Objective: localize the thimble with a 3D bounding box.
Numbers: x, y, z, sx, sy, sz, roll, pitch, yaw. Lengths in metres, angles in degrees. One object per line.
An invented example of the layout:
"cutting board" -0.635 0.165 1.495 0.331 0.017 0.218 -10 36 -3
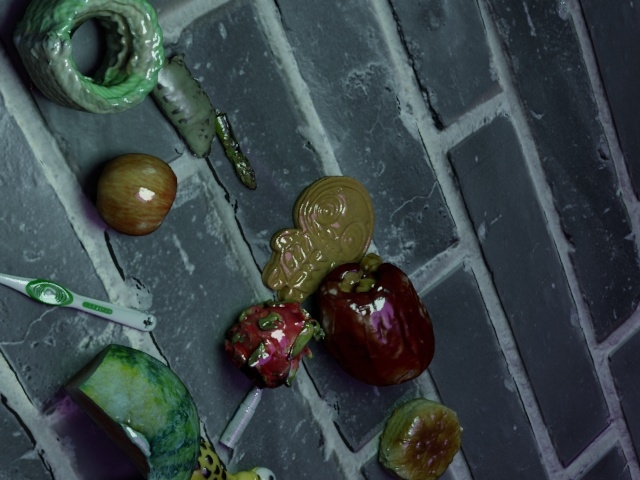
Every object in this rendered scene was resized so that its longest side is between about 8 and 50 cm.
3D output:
"thimble" -0.371 -0.310 1.629 0.219 0.150 0.219 -15 111 -43

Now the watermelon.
"watermelon" -0.305 0.333 1.792 0.305 0.180 0.224 54 26 -12

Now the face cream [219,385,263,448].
"face cream" -0.152 0.344 1.997 0.034 0.034 0.130 37 79 -34

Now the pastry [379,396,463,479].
"pastry" 0.220 0.443 2.236 0.182 0.093 0.192 34 81 -31

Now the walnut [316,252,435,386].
"walnut" 0.115 0.149 2.042 0.244 0.222 0.269 -62 146 -47

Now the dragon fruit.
"dragon fruit" -0.084 0.195 1.940 0.172 0.166 0.160 -44 165 -8

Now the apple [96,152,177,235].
"apple" -0.317 -0.080 1.737 0.131 0.146 0.146 20 88 -15

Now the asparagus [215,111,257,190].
"asparagus" -0.157 -0.162 1.898 0.165 0.030 0.036 63 37 -25

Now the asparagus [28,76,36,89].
"asparagus" -0.444 -0.368 1.665 0.025 0.024 0.248 12 93 7

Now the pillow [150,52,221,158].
"pillow" -0.245 -0.258 1.805 0.093 0.051 0.241 -41 118 -15

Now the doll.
"doll" -0.180 0.464 1.971 0.291 0.086 0.117 37 46 -35

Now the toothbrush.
"toothbrush" -0.458 0.092 1.742 0.418 0.040 0.042 23 85 -40

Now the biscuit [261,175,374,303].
"biscuit" 0.001 0.000 2.033 0.288 0.044 0.202 -48 122 -20
